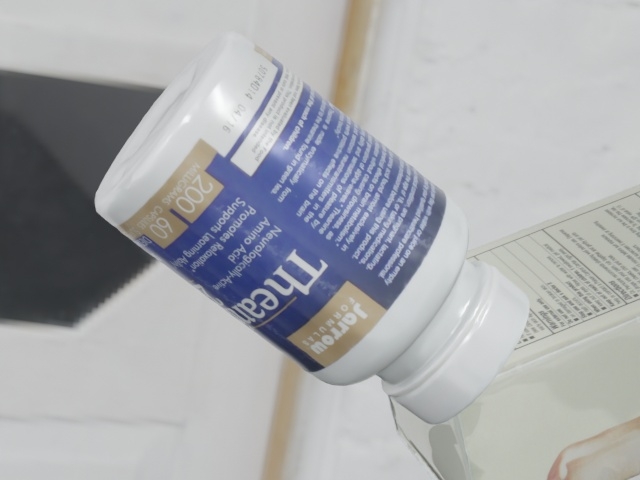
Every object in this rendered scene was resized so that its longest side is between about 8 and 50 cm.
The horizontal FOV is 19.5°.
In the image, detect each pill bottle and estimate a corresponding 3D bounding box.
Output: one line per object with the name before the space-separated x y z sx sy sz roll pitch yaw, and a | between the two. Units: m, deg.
pill bottle | 0.000 0.000 0.543 0.120 0.067 0.067 37 9 -13

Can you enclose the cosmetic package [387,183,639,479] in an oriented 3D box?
cosmetic package | 0.198 0.063 1.240 0.296 0.129 0.153 -20 31 -11
